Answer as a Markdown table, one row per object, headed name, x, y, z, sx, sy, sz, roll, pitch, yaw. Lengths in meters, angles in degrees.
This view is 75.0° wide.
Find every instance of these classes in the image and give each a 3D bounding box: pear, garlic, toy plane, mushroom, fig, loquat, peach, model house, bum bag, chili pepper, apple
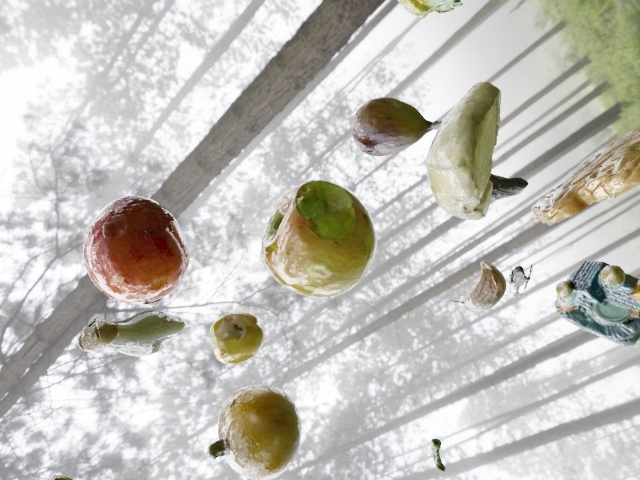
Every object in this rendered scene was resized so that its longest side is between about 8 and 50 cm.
| name | x | y | z | sx | sy | sz | roll | pitch | yaw |
| --- | --- | --- | --- | --- | --- | --- | --- | --- | --- |
| pear | -0.269 | 0.314 | 1.359 | 0.178 | 0.178 | 0.178 | 39 | -152 | -26 |
| garlic | 0.542 | 0.174 | 1.415 | 0.128 | 0.198 | 0.090 | 37 | -150 | 6 |
| toy plane | 0.488 | 0.100 | 1.022 | 0.031 | 0.049 | 0.121 | -67 | -25 | -42 |
| mushroom | -0.385 | 0.186 | 0.854 | 0.225 | 0.116 | 0.093 | 23 | -136 | -59 |
| fig | 0.220 | -0.310 | 1.124 | 0.170 | 0.273 | 0.146 | 42 | -126 | -58 |
| loquat | -0.241 | 0.691 | 1.508 | 0.359 | 0.328 | 0.329 | -6 | -120 | -37 |
| peach | -0.619 | 0.031 | 1.430 | 0.370 | 0.370 | 0.370 | 39 | -152 | -26 |
| model house | 0.834 | 0.159 | 1.229 | 0.253 | 0.185 | 0.291 | 34 | 174 | 41 |
| bum bag | 0.566 | -0.200 | 1.473 | 0.339 | 0.144 | 0.095 | 10 | -114 | -21 |
| chili pepper | 0.277 | 0.508 | 0.993 | 0.030 | 0.034 | 0.091 | -27 | -69 | -38 |
| apple | 0.000 | 0.000 | 1.206 | 0.339 | 0.339 | 0.340 | 39 | -152 | -26 |

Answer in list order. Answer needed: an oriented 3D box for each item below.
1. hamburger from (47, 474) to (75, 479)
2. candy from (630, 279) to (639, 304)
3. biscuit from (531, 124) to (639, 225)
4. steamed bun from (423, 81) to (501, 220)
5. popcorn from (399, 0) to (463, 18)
| name | x | y | z | sx | sy | sz | roll | pitch | yaw |
| --- | --- | --- | --- | --- | --- | --- | --- | --- | --- |
| hamburger | -0.630 | 0.670 | 1.006 | 0.175 | 0.175 | 0.137 | 42 | -119 | -22 |
| candy | 0.847 | 0.120 | 1.040 | 0.038 | 0.062 | 0.122 | 43 | 162 | 5 |
| biscuit | 0.454 | -0.118 | 0.653 | 0.051 | 0.269 | 0.375 | 54 | -151 | 8 |
| steamed bun | 0.231 | -0.123 | 0.704 | 0.231 | 0.110 | 0.213 | -55 | -38 | -37 |
| popcorn | 0.239 | -0.518 | 0.789 | 0.212 | 0.198 | 0.198 | 1 | -128 | -31 |
